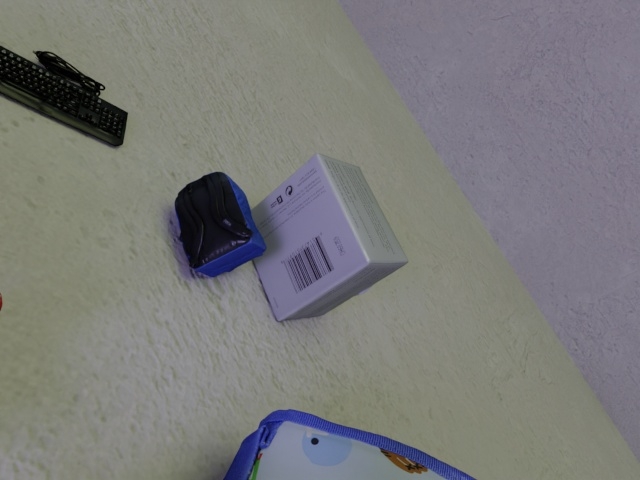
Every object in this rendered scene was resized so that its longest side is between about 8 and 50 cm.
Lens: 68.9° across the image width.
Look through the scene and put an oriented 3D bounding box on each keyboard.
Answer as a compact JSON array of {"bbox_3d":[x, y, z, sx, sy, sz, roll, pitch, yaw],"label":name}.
[{"bbox_3d":[-0.330,-0.198,0.582,0.192,0.038,0.100,26,40,-42],"label":"keyboard"}]

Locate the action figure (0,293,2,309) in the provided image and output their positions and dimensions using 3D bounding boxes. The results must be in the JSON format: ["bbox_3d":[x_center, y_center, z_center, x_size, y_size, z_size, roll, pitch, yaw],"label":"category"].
[{"bbox_3d":[-0.284,0.101,0.275,0.139,0.092,0.280,40,30,-47],"label":"action figure"}]

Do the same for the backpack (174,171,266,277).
[{"bbox_3d":[-0.136,-0.021,0.623,0.120,0.098,0.101,65,2,18],"label":"backpack"}]

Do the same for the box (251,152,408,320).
[{"bbox_3d":[0.000,0.000,0.703,0.119,0.181,0.181,5,55,-54],"label":"box"}]

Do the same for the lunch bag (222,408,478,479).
[{"bbox_3d":[0.049,0.353,0.344,0.386,0.238,0.327,35,33,-2],"label":"lunch bag"}]
